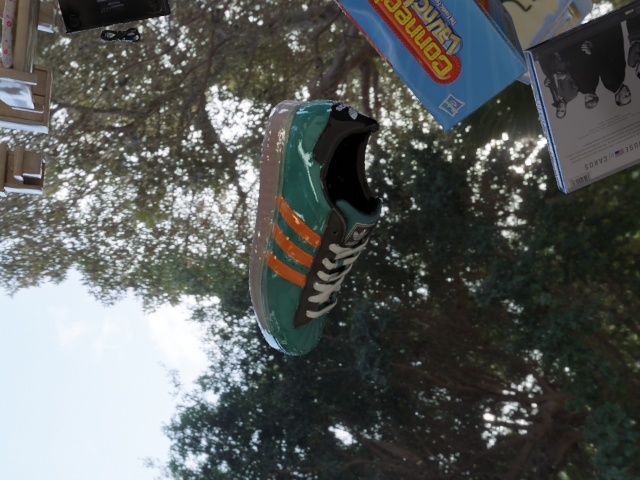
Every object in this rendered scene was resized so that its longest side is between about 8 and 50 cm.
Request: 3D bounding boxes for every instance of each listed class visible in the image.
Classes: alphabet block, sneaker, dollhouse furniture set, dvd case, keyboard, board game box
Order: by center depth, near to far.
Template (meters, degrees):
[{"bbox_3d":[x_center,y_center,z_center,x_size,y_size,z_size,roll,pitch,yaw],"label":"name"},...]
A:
[{"bbox_3d":[0.081,-0.299,0.501,0.302,0.086,0.308,46,-146,-12],"label":"board game box"},{"bbox_3d":[0.000,0.000,0.533,0.108,0.121,0.302,-20,-63,-54],"label":"sneaker"},{"bbox_3d":[-0.464,-0.235,0.633,0.174,0.356,0.303,4,-95,-27],"label":"dollhouse furniture set"},{"bbox_3d":[0.432,-0.214,0.739,0.029,0.179,0.238,-100,-15,-68],"label":"dvd case"},{"bbox_3d":[-0.334,-0.375,0.776,0.023,0.180,0.108,-71,-27,-72],"label":"keyboard"},{"bbox_3d":[0.388,-0.454,0.961,0.197,0.192,0.193,46,-150,19],"label":"alphabet block"}]
